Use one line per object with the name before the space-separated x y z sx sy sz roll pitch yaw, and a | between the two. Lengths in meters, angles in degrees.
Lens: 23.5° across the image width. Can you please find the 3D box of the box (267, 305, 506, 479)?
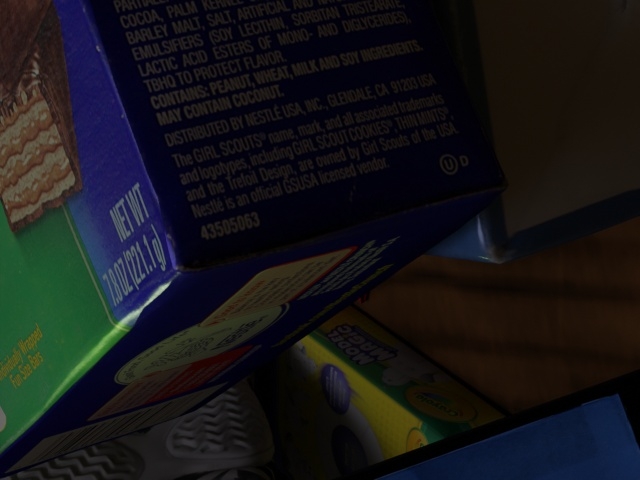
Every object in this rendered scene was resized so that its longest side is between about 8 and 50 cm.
box | 0.036 0.109 0.784 0.179 0.043 0.105 32 129 46

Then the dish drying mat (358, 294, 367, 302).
dish drying mat | 0.000 0.000 0.827 0.083 0.008 0.032 42 134 42

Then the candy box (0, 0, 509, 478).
candy box | -0.102 -0.101 0.556 0.268 0.122 0.317 -40 68 57

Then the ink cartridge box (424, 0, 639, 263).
ink cartridge box | -0.016 -0.144 0.664 0.395 0.151 0.270 6 108 58

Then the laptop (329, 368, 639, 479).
laptop | 0.142 0.152 0.536 0.264 0.136 0.234 -38 68 56

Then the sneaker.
sneaker | -0.090 0.150 0.828 0.366 0.137 0.210 -92 1 -55
